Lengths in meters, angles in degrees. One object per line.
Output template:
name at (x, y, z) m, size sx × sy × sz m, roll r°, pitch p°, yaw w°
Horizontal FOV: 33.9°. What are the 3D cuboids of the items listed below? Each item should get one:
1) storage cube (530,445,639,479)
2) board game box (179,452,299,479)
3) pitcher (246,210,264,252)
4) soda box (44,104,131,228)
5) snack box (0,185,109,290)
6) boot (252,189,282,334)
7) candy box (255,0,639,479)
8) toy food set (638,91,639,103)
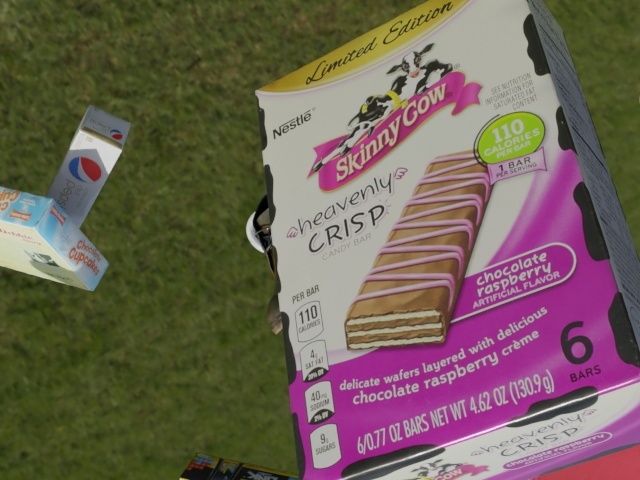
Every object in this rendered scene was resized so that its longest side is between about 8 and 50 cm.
storage cube at (0.299, 0.158, 1.015) m, size 0.215 × 0.193 × 0.183 m, roll -89°, pitch -159°, yaw -70°
board game box at (-0.072, 0.320, 1.127) m, size 0.048 × 0.141 × 0.170 m, roll -52°, pitch 145°, yaw -55°
pitcher at (0.000, 0.000, 1.520) m, size 0.178 × 0.207 × 0.125 m, roll -40°, pitch 159°, yaw 15°
soda box at (-0.378, -0.111, 1.673) m, size 0.074 × 0.069 × 0.216 m, roll 25°, pitch 132°, yaw -16°
snack box at (-0.507, -0.022, 1.641) m, size 0.060 × 0.322 × 0.187 m, roll -65°, pitch 151°, yaw -24°
boot at (-0.046, 0.017, 1.177) m, size 0.082 × 0.106 × 0.219 m, roll -43°, pitch -170°, yaw 27°
candy box at (0.059, -0.003, 0.504) m, size 0.159 × 0.233 × 0.071 m, roll -25°, pitch 143°, yaw 23°
toy food set at (0.385, -0.104, 0.799) m, size 0.092 × 0.306 × 0.219 m, roll 1°, pitch 138°, yaw -25°
